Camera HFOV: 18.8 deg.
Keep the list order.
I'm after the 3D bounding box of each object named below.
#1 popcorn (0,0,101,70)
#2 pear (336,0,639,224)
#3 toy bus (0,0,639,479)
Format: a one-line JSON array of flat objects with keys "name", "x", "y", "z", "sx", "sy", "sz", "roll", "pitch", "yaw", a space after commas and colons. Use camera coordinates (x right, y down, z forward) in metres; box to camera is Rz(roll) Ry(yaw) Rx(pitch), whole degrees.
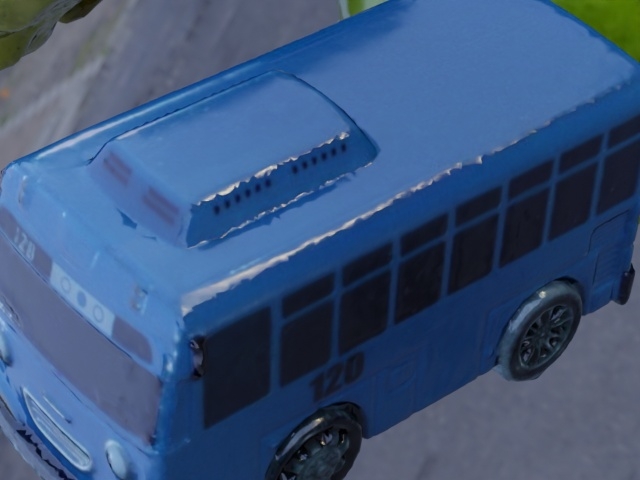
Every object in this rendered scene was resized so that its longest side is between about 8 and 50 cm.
[{"name": "popcorn", "x": -0.075, "y": -0.183, "z": 0.661, "sx": 0.286, "sy": 0.174, "sz": 0.225, "roll": -39, "pitch": 13, "yaw": 7}, {"name": "pear", "x": 0.171, "y": -0.080, "z": 0.678, "sx": 0.292, "sy": 0.292, "sz": 0.159, "roll": -106, "pitch": 16, "yaw": -68}, {"name": "toy bus", "x": 0.000, "y": 0.000, "z": 0.540, "sx": 0.184, "sy": 0.090, "sz": 0.106, "roll": -27, "pitch": -40, "yaw": -31}]
